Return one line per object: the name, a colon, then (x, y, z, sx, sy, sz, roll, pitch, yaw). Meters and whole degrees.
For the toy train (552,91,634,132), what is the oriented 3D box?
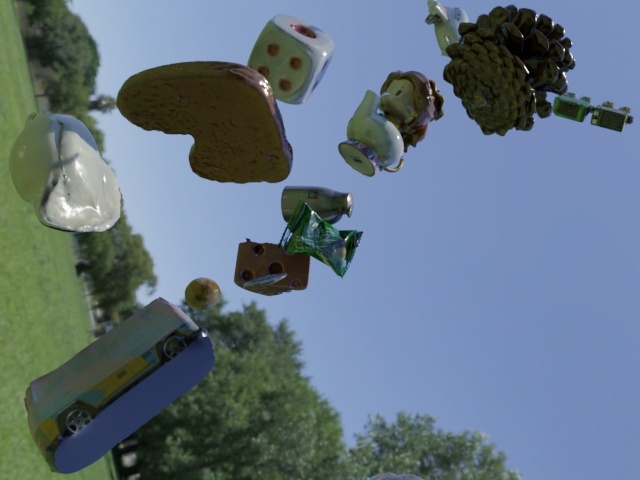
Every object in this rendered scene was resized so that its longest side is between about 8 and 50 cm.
toy train: (0.695, -0.329, 1.893, 0.202, 0.081, 0.060, 23, -52, 29)

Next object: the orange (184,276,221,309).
orange: (-0.300, 0.138, 1.899, 0.085, 0.095, 0.085, -26, -122, 53)

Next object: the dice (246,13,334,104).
dice: (-0.084, -0.507, 2.073, 0.192, 0.193, 0.194, -62, 180, 29)

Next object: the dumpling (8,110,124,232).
dumpling: (-0.631, -0.165, 1.902, 0.233, 0.315, 0.395, -45, -136, 22)

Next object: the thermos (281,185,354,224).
thermos: (-0.005, -0.088, 2.021, 0.137, 0.193, 0.105, -71, 156, -44)

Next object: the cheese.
cheese: (-0.135, 0.081, 2.068, 0.177, 0.202, 0.128, 112, -18, -76)

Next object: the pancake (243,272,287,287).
pancake: (-0.137, 0.097, 1.820, 0.115, 0.115, 0.011, -171, -111, -71)

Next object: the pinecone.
pinecone: (0.384, -0.346, 1.483, 0.264, 0.264, 0.264, 168, -90, -72)

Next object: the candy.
candy: (-0.002, 0.003, 1.918, 0.078, 0.203, 0.141, -36, -149, 54)

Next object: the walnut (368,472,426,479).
walnut: (0.176, 0.647, 1.650, 0.248, 0.248, 0.248, 168, -90, -72)

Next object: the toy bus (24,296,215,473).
toy bus: (-0.415, 0.286, 1.499, 0.162, 0.386, 0.171, 39, -29, 27)

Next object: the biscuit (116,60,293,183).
biscuit: (-0.191, -0.197, 1.277, 0.277, 0.262, 0.052, 68, 22, -50)

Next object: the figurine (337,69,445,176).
figurine: (0.159, -0.261, 1.595, 0.142, 0.263, 0.189, 23, -26, 48)

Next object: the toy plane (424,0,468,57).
toy plane: (0.406, -0.635, 2.249, 0.117, 0.244, 0.245, -30, -114, 28)
